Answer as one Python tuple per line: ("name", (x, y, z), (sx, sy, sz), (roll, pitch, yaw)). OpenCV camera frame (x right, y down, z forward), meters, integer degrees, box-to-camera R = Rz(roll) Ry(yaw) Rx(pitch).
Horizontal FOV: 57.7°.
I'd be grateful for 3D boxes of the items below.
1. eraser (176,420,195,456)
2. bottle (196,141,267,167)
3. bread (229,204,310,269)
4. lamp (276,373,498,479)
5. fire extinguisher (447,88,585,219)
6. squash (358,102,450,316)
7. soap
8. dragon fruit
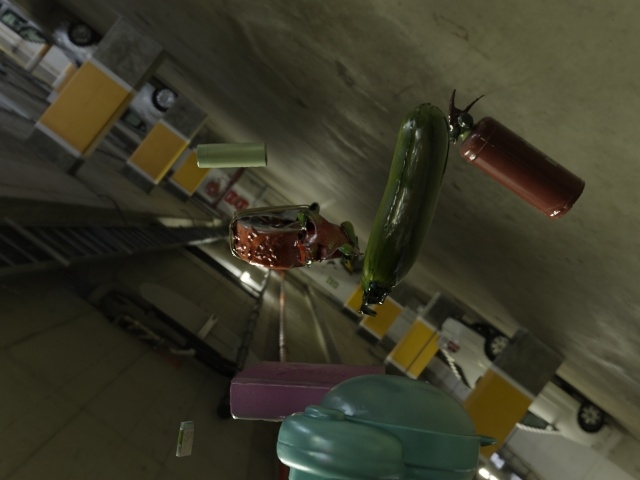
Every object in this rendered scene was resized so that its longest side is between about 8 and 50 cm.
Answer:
("eraser", (-0.342, 0.503, 1.475), (0.019, 0.083, 0.038), (1, 171, 38))
("bottle", (-0.259, -0.252, 1.712), (0.202, 0.072, 0.072), (-2, 178, 0))
("bread", (-0.097, -0.007, 1.350), (0.224, 0.142, 0.212), (-7, -156, -26))
("lamp", (0.072, 0.239, 0.705), (0.209, 0.147, 0.284), (-7, 179, 44))
("fire extinguisher", (0.399, -0.195, 1.236), (0.337, 0.147, 0.106), (36, 158, 0))
("squash", (0.123, -0.040, 0.860), (0.087, 0.331, 0.087), (17, -178, -1))
("soap", (-0.014, 0.277, 1.068), (0.260, 0.081, 0.181), (-1, 179, 15))
("dragon fruit", (0.000, 0.000, 1.103), (0.138, 0.142, 0.175), (7, -130, -53))
